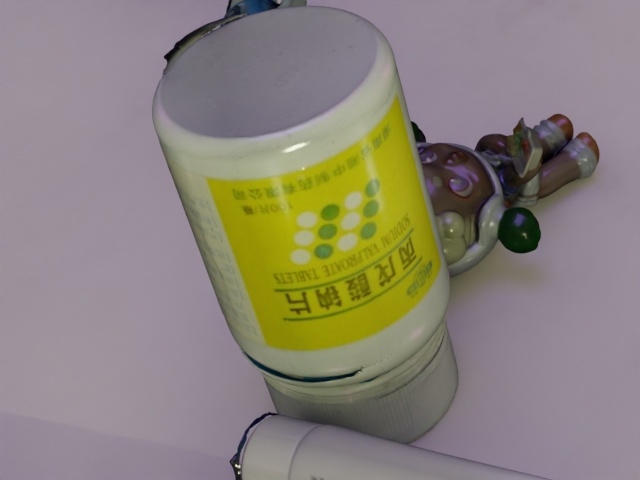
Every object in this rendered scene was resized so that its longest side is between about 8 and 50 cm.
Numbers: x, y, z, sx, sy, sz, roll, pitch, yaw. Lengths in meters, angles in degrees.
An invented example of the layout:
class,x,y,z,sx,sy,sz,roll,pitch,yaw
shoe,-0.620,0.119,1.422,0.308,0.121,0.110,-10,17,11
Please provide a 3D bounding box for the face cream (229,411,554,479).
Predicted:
class,x,y,z,sx,sy,sz,roll,pitch,yaw
face cream,0.060,0.149,0.947,0.244,0.092,0.058,9,40,37

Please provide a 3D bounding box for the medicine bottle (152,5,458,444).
class,x,y,z,sx,sy,sz,roll,pitch,yaw
medicine bottle,0.000,0.000,1.004,0.143,0.258,0.143,-10,40,9

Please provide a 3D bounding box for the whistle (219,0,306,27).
class,x,y,z,sx,sy,sz,roll,pitch,yaw
whistle,-0.052,-0.153,1.365,0.114,0.077,0.235,-39,27,19

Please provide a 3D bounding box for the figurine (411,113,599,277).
class,x,y,z,sx,sy,sz,roll,pitch,yaw
figurine,0.103,-0.039,1.145,0.197,0.093,0.147,-34,51,-21
